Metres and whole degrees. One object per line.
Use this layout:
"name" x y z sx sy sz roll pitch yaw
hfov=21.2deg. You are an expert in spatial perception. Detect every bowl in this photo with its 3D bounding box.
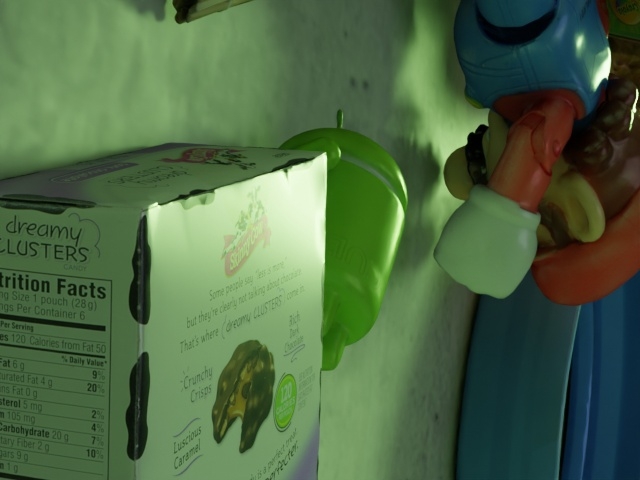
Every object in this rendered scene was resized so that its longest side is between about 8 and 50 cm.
"bowl" 0.181 0.142 1.282 0.391 0.077 0.391 4 90 -70

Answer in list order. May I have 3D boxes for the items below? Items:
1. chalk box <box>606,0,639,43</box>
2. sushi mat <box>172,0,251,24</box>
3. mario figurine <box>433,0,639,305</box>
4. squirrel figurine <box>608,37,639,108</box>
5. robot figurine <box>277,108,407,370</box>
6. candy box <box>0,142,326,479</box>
"chalk box" 0.211 -0.203 1.048 0.213 0.132 0.132 65 -12 -18
"sushi mat" 0.045 -0.201 0.741 0.316 0.019 0.151 -26 119 -44
"mario figurine" 0.100 -0.095 0.994 0.198 0.170 0.320 -34 123 -20
"squirrel figurine" 0.299 -0.215 1.324 0.397 0.281 0.370 -22 151 -29
"robot figurine" 0.000 0.000 0.742 0.101 0.067 0.115 72 29 -50
"candy box" -0.058 0.070 0.589 0.165 0.070 0.196 -22 115 -69
